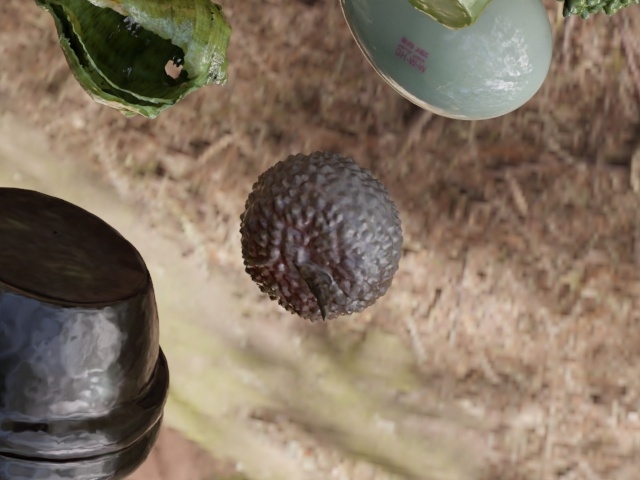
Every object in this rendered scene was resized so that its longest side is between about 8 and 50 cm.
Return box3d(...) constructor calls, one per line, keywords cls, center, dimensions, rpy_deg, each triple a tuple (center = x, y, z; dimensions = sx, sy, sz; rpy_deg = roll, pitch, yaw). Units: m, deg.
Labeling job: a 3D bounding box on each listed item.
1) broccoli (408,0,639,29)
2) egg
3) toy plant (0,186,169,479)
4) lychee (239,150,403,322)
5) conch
box3d(cls="broccoli", center=(0.198, -0.303, 1.580), dimensions=(0.235, 0.259, 0.288), rpy_deg=(-17, 132, 41))
box3d(cls="egg", center=(0.131, -0.239, 1.975), dimensions=(0.264, 0.183, 0.183), rpy_deg=(40, 136, 22))
box3d(cls="toy plant", center=(-0.176, 0.102, 1.036), dimensions=(0.218, 0.175, 0.235), rpy_deg=(41, 126, 33))
box3d(cls="lychee", center=(0.000, 0.000, 1.773), dimensions=(0.165, 0.197, 0.165), rpy_deg=(4, 125, 6))
box3d(cls="conch", center=(-0.096, -0.104, 0.967), dimensions=(0.121, 0.089, 0.074), rpy_deg=(23, 119, -36))
